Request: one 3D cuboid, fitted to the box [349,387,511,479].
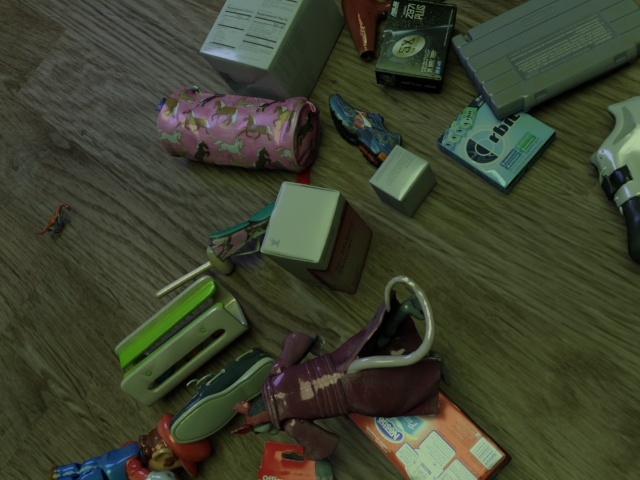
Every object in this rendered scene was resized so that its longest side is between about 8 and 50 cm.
[{"bbox_3d":[0.178,0.336,1.213,0.154,0.142,0.300,-47,63,-1],"label":"box"}]

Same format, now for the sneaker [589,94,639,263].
[{"bbox_3d":[0.580,-0.113,1.254,0.146,0.122,0.331,0,72,39],"label":"sneaker"}]

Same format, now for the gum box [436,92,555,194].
[{"bbox_3d":[0.363,-0.209,1.394,0.184,0.041,0.157,40,87,26],"label":"gum box"}]

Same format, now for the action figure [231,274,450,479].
[{"bbox_3d":[0.025,0.245,1.084,0.370,0.276,0.248,-21,71,-2],"label":"action figure"}]

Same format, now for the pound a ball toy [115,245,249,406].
[{"bbox_3d":[-0.286,0.185,1.461,0.319,0.136,0.208,-39,38,4],"label":"pound a ball toy"}]

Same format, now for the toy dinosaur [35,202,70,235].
[{"bbox_3d":[-0.668,-0.054,1.702,0.047,0.090,0.082,27,114,11],"label":"toy dinosaur"}]

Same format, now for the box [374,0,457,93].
[{"bbox_3d":[0.211,-0.432,1.481,0.147,0.077,0.180,13,82,11],"label":"box"}]

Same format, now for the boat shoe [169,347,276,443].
[{"bbox_3d":[-0.204,0.306,1.359,0.254,0.095,0.079,-38,43,-21],"label":"boat shoe"}]

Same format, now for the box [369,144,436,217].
[{"bbox_3d":[0.174,-0.122,1.399,0.087,0.102,0.101,34,85,28],"label":"box"}]

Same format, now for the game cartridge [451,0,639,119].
[{"bbox_3d":[0.481,-0.407,1.393,0.355,0.068,0.230,-25,65,4],"label":"game cartridge"}]

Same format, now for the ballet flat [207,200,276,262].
[{"bbox_3d":[-0.143,-0.018,1.478,0.221,0.079,0.077,-30,20,-28],"label":"ballet flat"}]

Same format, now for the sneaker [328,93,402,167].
[{"bbox_3d":[0.097,-0.254,1.496,0.087,0.083,0.221,-37,68,-11],"label":"sneaker"}]

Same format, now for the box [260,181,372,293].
[{"bbox_3d":[0.000,0.000,1.345,0.126,0.232,0.149,11,76,24],"label":"box"}]

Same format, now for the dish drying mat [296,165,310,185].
[{"bbox_3d":[-0.041,-0.132,1.532,0.032,0.008,0.083,-4,70,19],"label":"dish drying mat"}]

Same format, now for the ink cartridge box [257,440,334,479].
[{"bbox_3d":[-0.052,0.508,1.271,0.134,0.078,0.231,2,72,20],"label":"ink cartridge box"}]

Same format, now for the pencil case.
[{"bbox_3d":[-0.187,-0.259,1.550,0.386,0.167,0.160,11,43,23],"label":"pencil case"}]

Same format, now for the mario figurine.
[{"bbox_3d":[-0.371,0.480,1.348,0.320,0.170,0.198,-18,44,-11],"label":"mario figurine"}]

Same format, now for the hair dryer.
[{"bbox_3d":[0.156,-0.556,1.570,0.223,0.080,0.294,27,83,25],"label":"hair dryer"}]

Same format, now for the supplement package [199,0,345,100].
[{"bbox_3d":[-0.106,-0.478,1.570,0.198,0.199,0.263,21,80,26],"label":"supplement package"}]
